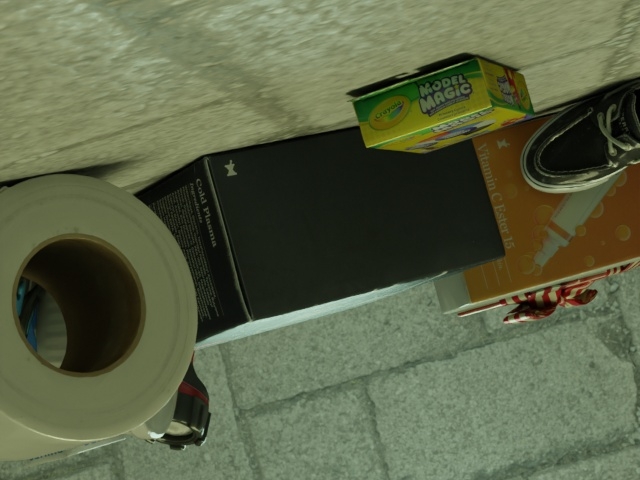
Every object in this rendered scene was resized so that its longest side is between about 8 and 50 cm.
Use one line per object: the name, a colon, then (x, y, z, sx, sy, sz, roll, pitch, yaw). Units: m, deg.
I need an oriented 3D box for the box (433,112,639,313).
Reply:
box: (0.312, -0.051, 2.118, 0.345, 0.215, 0.168, -15, 176, -10)

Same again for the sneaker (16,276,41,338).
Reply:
sneaker: (-0.409, 0.063, 1.870, 0.140, 0.125, 0.341, 12, 177, -4)

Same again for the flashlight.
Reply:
flashlight: (-0.189, 0.144, 2.260, 0.103, 0.304, 0.103, -20, 137, 37)

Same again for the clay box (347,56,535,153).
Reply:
clay box: (0.118, -0.126, 1.507, 0.127, 0.053, 0.222, -18, 176, 20)

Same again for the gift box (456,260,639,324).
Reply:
gift box: (0.340, -0.015, 2.419, 0.276, 0.258, 0.255, -18, 176, 42)

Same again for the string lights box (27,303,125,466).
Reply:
string lights box: (-0.369, 0.169, 2.182, 0.077, 0.259, 0.133, -18, 176, 30)

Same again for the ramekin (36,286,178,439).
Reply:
ramekin: (-0.276, 0.126, 2.059, 0.127, 0.272, 0.273, -3, 178, 9)

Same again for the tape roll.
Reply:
tape roll: (-0.258, 0.075, 1.460, 0.246, 0.246, 0.169, -13, 176, -36)

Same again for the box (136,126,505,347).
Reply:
box: (-0.034, 0.000, 1.766, 0.343, 0.179, 0.312, -13, 174, -32)

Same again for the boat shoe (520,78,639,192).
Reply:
boat shoe: (0.383, -0.142, 1.946, 0.301, 0.108, 0.102, -20, 175, 16)
